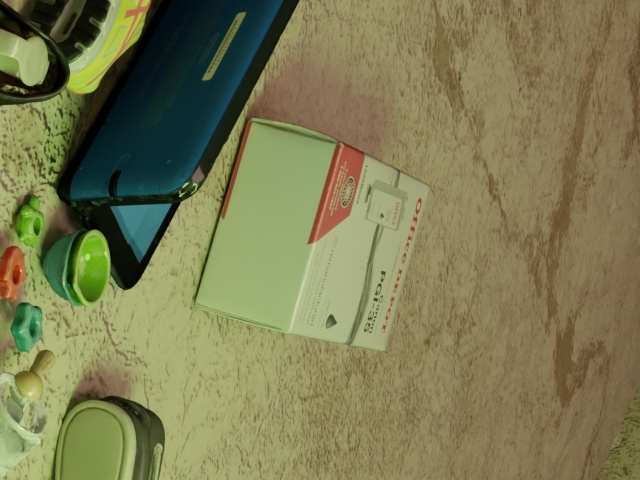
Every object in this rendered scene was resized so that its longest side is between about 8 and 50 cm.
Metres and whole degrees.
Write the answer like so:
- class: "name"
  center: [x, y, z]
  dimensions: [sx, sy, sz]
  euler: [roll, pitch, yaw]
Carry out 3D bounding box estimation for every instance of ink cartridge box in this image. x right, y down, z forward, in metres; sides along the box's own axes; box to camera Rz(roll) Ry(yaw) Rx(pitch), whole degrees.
- class: "ink cartridge box"
  center: [0.000, 0.000, 1.936]
  dimensions: [0.283, 0.117, 0.207]
  euler: [17, 88, -66]

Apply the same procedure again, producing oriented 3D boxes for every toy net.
- class: "toy net"
  center: [-0.236, 0.085, 1.502]
  dimensions: [0.122, 0.045, 0.232]
  euler: [61, 36, -61]

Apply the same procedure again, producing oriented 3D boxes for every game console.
- class: "game console"
  center: [-0.091, -0.113, 1.615]
  dimensions: [0.173, 0.250, 0.293]
  euler: [42, 62, -35]

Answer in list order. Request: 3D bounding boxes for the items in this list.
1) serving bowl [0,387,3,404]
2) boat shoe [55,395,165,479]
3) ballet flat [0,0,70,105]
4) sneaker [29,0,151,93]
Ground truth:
- class: "serving bowl"
  center: [-0.296, 0.146, 1.478]
  dimensions: [0.083, 0.027, 0.083]
  euler: [-43, 141, -50]
- class: "boat shoe"
  center: [-0.207, 0.311, 1.675]
  dimensions: [0.095, 0.112, 0.335]
  euler: [13, 88, -62]
- class: "ballet flat"
  center: [-0.263, -0.162, 1.280]
  dimensions: [0.280, 0.096, 0.095]
  euler: [26, 80, -66]
- class: "sneaker"
  center: [-0.172, -0.211, 1.493]
  dimensions: [0.208, 0.081, 0.094]
  euler: [-59, 160, -20]
